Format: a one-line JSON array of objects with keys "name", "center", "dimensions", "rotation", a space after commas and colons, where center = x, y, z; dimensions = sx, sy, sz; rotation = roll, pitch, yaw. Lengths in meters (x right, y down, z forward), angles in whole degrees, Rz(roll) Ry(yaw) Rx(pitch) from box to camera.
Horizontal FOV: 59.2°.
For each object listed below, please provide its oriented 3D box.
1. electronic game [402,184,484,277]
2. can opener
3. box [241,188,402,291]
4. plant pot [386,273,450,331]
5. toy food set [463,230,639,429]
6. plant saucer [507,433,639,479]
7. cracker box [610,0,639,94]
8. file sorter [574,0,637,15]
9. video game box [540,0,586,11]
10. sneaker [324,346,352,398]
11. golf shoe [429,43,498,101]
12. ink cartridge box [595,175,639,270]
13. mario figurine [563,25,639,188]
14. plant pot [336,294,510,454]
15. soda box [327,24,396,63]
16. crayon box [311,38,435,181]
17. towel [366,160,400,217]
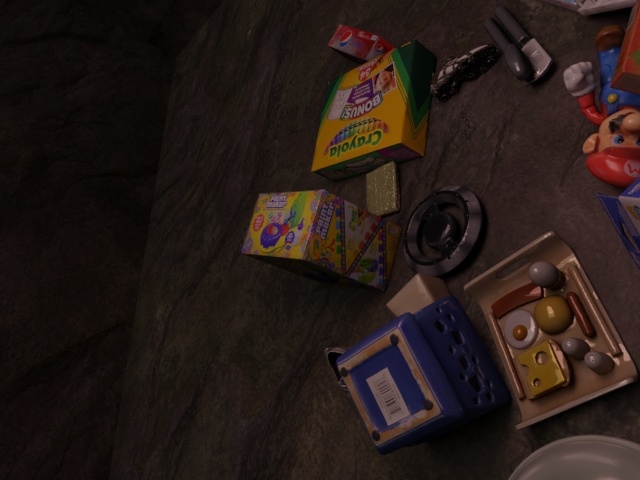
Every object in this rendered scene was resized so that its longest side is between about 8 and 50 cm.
[{"name": "electronic game", "center": [0.281, -0.023, 1.315], "dimensions": [0.229, 0.048, 0.229], "rotation": [-31, 47, 40]}, {"name": "can opener", "center": [0.450, -0.463, 1.311], "dimensions": [0.074, 0.093, 0.280], "rotation": [-43, 37, 31]}, {"name": "box", "center": [0.000, 0.000, 1.468], "dimensions": [0.290, 0.279, 0.177], "rotation": [3, 73, 53]}, {"name": "plant pot", "center": [0.233, 0.149, 1.242], "dimensions": [0.109, 0.109, 0.096], "rotation": [-50, 51, 23]}, {"name": "toy food set", "center": [0.397, 0.161, 1.026], "dimensions": [0.219, 0.092, 0.306], "rotation": [-40, 43, 32]}, {"name": "plant saucer", "center": [0.404, 0.491, 0.830], "dimensions": [0.400, 0.100, 0.401], "rotation": [-28, 50, 40]}, {"name": "cracker box", "center": [0.613, -0.300, 0.907], "dimensions": [0.232, 0.067, 0.156], "rotation": [18, 83, 11]}, {"name": "file sorter", "center": [0.557, -0.563, 1.043], "dimensions": [0.193, 0.173, 0.278], "rotation": [-49, 10, 14]}, {"name": "video game box", "center": [0.581, -0.627, 1.261], "dimensions": [0.205, 0.048, 0.187], "rotation": [-56, 35, 16]}, {"name": "sneaker", "center": [0.092, 0.346, 1.297], "dimensions": [0.105, 0.115, 0.281], "rotation": [-61, 36, 9]}, {"name": "golf shoe", "center": [0.354, -0.445, 1.430], "dimensions": [0.198, 0.077, 0.094], "rotation": [-31, 48, 38]}, {"name": "ink cartridge box", "center": [0.554, -0.001, 0.788], "dimensions": [0.065, 0.186, 0.311], "rotation": [-43, 18, -8]}, {"name": "mario figurine", "center": [0.550, -0.244, 0.986], "dimensions": [0.198, 0.170, 0.321], "rotation": [-12, 60, 52]}, {"name": "plant pot", "center": [0.182, 0.266, 1.085], "dimensions": [0.236, 0.212, 0.236], "rotation": [-39, 67, 32]}, {"name": "soda box", "center": [0.131, -0.614, 1.796], "dimensions": [0.083, 0.092, 0.263], "rotation": [-59, 37, 12]}, {"name": "crayon box", "center": [0.145, -0.360, 1.625], "dimensions": [0.362, 0.106, 0.313], "rotation": [-10, 63, 49]}, {"name": "towel", "center": [0.170, -0.134, 1.526], "dimensions": [0.110, 0.027, 0.148], "rotation": [-21, 63, 43]}]
